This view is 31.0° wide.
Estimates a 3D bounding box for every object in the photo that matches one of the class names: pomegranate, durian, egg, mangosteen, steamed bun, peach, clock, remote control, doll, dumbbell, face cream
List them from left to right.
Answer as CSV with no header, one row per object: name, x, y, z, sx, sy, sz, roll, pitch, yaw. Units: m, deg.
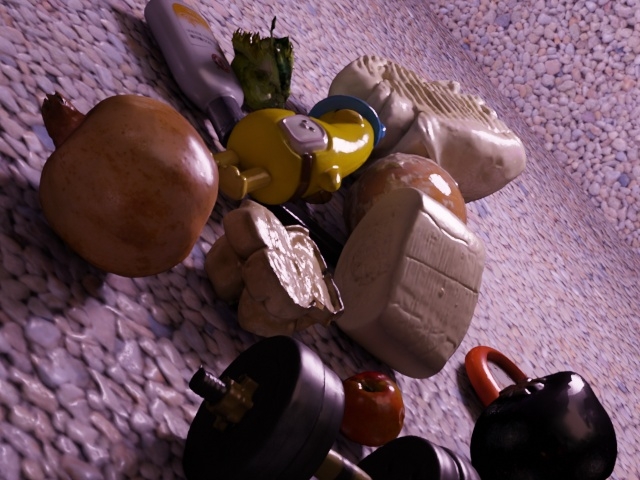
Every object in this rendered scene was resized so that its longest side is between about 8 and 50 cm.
pomegranate,-0.215,-0.061,1.291,0.207,0.207,0.207,39,23,-21
face cream,-0.186,-0.265,1.828,0.144,0.071,0.291,24,32,-51
durian,-0.096,-0.286,1.918,0.375,0.106,0.132,99,-11,-84
steamed bun,-0.070,0.044,1.493,0.192,0.106,0.177,62,20,10
doll,-0.023,-0.129,1.712,0.199,0.145,0.363,37,38,28
remote control,0.000,0.000,1.799,0.245,0.025,0.063,39,20,-23
dumbbell,0.016,0.244,1.214,0.388,0.185,0.185,38,24,-24
peach,0.062,0.217,1.464,0.101,0.101,0.101,39,23,-21
steamed bun,0.126,0.065,1.700,0.200,0.155,0.250,35,69,-32
egg,0.139,-0.039,1.873,0.203,0.203,0.245,59,4,25
steamed bun,0.168,-0.170,2.118,0.352,0.247,0.339,4,31,-30
clock,0.311,0.261,1.903,0.205,0.051,0.205,40,22,-20
mangosteen,0.323,0.312,1.648,0.243,0.243,0.243,39,23,-21

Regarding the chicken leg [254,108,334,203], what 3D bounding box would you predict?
chicken leg,-0.038,-0.148,1.893,0.207,0.101,0.085,50,-10,28
